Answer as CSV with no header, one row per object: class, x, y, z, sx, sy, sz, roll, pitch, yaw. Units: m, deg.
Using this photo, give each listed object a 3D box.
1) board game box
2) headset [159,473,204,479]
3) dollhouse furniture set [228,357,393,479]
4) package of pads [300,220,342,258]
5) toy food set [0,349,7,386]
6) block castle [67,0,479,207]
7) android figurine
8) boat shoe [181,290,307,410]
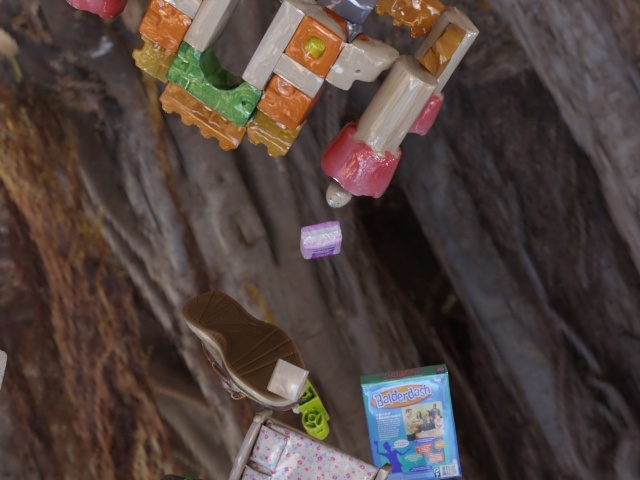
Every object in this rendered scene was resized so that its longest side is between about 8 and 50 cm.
board game box,0.166,0.340,2.132,0.160,0.210,0.047,-8,-164,3
headset,-0.195,0.496,1.524,0.185,0.243,0.394,15,112,-21
dollhouse furniture set,0.002,0.377,1.497,0.174,0.303,0.355,-2,112,-75
package of pads,0.000,0.000,1.464,0.050,0.032,0.083,-9,169,-3
toy food set,-0.644,0.318,1.957,0.306,0.219,0.092,-23,138,37
block castle,-0.060,-0.253,1.393,0.213,0.453,0.303,-56,179,32
android figurine,-0.052,0.271,2.250,0.056,0.248,0.273,-29,156,-6
boat shoe,-0.128,0.214,2.043,0.123,0.342,0.123,-30,128,-24
